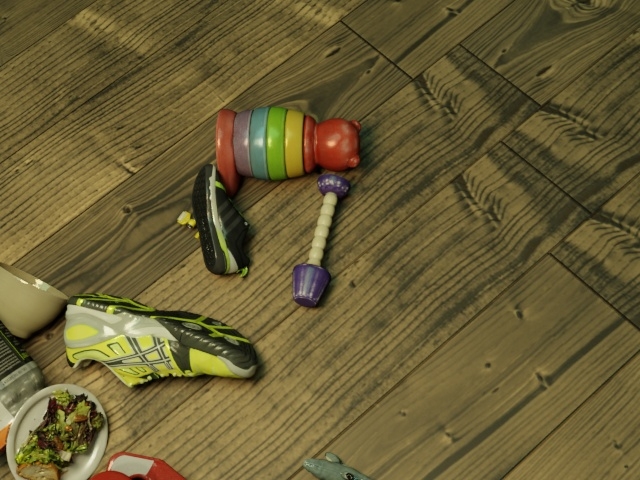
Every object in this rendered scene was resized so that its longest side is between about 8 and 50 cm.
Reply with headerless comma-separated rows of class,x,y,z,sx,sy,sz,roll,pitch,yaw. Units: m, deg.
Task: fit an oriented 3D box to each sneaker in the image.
sneaker,-0.303,0.208,1.749,0.385,0.145,0.147,14,95,13
sneaker,-0.194,-0.038,1.860,0.097,0.084,0.234,-4,80,-31

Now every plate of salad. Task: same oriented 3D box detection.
plate of salad,-0.460,0.356,1.643,0.048,0.200,0.200,0,56,46

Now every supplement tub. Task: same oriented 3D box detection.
supplement tub,-0.644,0.233,1.690,0.193,0.193,0.316,-40,88,-13

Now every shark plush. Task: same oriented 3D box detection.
shark plush,0.047,0.418,1.591,0.161,0.067,0.073,25,68,21

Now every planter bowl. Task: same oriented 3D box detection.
planter bowl,-0.592,0.126,1.817,0.162,0.162,0.109,26,85,21

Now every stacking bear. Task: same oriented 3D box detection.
stacking bear,-0.060,-0.196,1.903,0.289,0.164,0.175,0,62,4

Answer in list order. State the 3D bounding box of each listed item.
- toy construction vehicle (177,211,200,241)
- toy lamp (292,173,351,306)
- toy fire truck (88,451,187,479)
toy construction vehicle,-0.239,-0.040,1.913,0.098,0.035,0.086,27,71,15
toy lamp,0.000,0.000,1.823,0.080,0.080,0.274,7,64,13
toy fire truck,-0.297,0.523,1.556,0.254,0.169,0.302,15,63,-10
